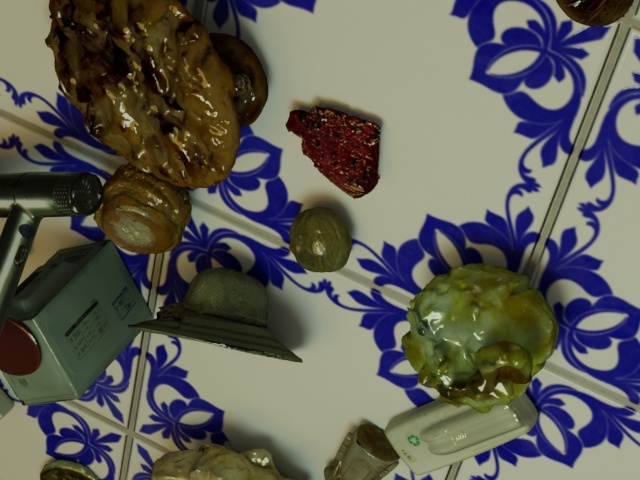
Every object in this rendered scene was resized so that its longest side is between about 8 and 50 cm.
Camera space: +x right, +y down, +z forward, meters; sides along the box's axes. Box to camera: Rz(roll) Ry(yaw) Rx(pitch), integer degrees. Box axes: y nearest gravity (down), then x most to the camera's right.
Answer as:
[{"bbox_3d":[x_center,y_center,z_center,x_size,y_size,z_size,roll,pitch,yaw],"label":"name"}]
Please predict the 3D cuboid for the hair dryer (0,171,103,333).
[{"bbox_3d":[-0.471,0.004,1.942,0.320,0.284,0.156,10,146,45],"label":"hair dryer"}]

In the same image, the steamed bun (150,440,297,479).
[{"bbox_3d":[-0.135,0.410,2.192,0.292,0.137,0.295,-2,126,29],"label":"steamed bun"}]

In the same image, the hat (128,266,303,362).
[{"bbox_3d":[-0.131,0.092,1.969,0.252,0.252,0.110,9,84,24],"label":"hat"}]

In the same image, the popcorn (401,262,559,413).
[{"bbox_3d":[0.197,0.123,1.769,0.198,0.212,0.198,-4,118,-7],"label":"popcorn"}]

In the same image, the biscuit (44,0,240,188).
[{"bbox_3d":[-0.233,-0.199,1.795,0.334,0.081,0.289,31,141,30],"label":"biscuit"}]

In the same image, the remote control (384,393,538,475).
[{"bbox_3d":[0.188,0.255,1.955,0.230,0.049,0.090,-29,102,41],"label":"remote control"}]

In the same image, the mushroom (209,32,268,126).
[{"bbox_3d":[-0.125,-0.197,1.789,0.127,0.087,0.127,14,125,21],"label":"mushroom"}]

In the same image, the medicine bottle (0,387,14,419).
[{"bbox_3d":[-0.596,0.201,2.350,0.059,0.059,0.231,-29,104,40],"label":"medicine bottle"}]

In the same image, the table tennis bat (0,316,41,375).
[{"bbox_3d":[-0.446,0.149,1.977,0.154,0.019,0.098,-14,114,32],"label":"table tennis bat"}]

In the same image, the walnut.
[{"bbox_3d":[0.000,0.000,1.865,0.092,0.092,0.092,15,128,20],"label":"walnut"}]

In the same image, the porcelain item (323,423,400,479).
[{"bbox_3d":[0.038,0.350,2.104,0.084,0.054,0.213,37,133,4],"label":"porcelain item"}]

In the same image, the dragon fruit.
[{"bbox_3d":[0.018,-0.114,1.804,0.131,0.063,0.097,20,97,16],"label":"dragon fruit"}]

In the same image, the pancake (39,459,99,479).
[{"bbox_3d":[-0.412,0.416,2.423,0.129,0.022,0.116,36,132,-4],"label":"pancake"}]

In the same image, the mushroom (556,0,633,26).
[{"bbox_3d":[0.284,-0.285,1.491,0.085,0.109,0.126,-21,126,33],"label":"mushroom"}]

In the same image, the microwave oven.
[{"bbox_3d":[-0.365,0.115,2.060,0.122,0.208,0.162,-11,115,34],"label":"microwave oven"}]

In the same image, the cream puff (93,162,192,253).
[{"bbox_3d":[-0.235,-0.048,1.942,0.126,0.103,0.144,25,151,-9],"label":"cream puff"}]
